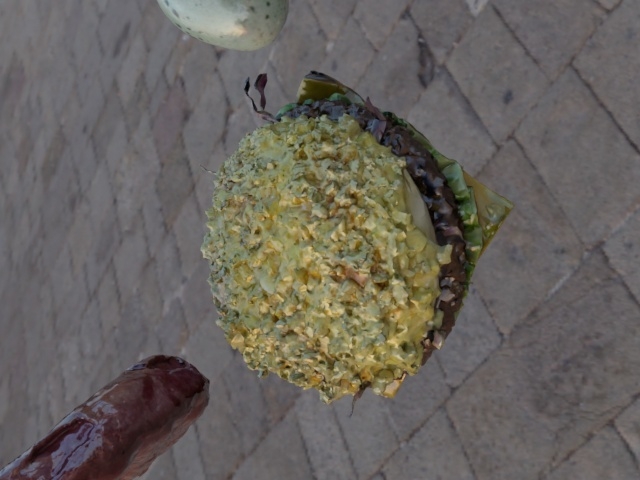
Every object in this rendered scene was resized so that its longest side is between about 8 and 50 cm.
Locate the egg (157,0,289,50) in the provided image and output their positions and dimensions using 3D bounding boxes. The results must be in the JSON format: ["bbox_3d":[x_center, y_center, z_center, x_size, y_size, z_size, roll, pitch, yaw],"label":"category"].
[{"bbox_3d":[-0.096,-0.248,0.836,0.131,0.131,0.164,-52,54,35],"label":"egg"}]

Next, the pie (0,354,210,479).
[{"bbox_3d":[-0.164,0.156,0.574,0.054,0.219,0.204,48,136,7],"label":"pie"}]

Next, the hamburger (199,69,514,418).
[{"bbox_3d":[0.000,0.000,0.660,0.262,0.139,0.243,39,118,28],"label":"hamburger"}]
